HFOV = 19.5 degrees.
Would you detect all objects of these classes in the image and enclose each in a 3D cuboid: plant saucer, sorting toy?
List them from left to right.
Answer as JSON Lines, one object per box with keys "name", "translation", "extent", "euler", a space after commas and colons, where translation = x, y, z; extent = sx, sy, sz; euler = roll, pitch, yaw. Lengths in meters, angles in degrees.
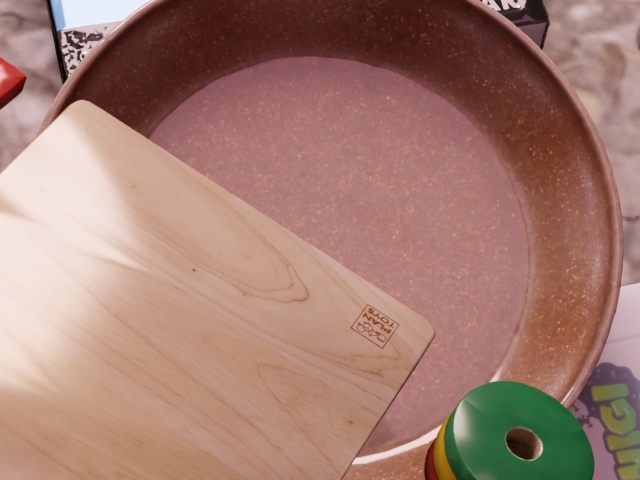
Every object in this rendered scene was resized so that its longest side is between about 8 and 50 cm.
{"name": "sorting toy", "translation": [-0.063, 0.037, 0.538], "extent": [0.274, 0.046, 0.132], "euler": [33, 46, 4]}
{"name": "plant saucer", "translation": [0.000, 0.000, 0.623], "extent": [0.198, 0.036, 0.199], "euler": [2, 71, -4]}

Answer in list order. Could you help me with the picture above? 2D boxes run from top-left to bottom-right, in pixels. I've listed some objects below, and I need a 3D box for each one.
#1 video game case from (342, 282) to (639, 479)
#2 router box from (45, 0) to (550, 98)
{"name": "video game case", "translation": [0.077, 0.095, 0.619], "extent": [0.143, 0.019, 0.157], "euler": [-11, 62, -10]}
{"name": "router box", "translation": [-0.018, -0.110, 0.712], "extent": [0.178, 0.046, 0.133], "euler": [-11, 62, -10]}
